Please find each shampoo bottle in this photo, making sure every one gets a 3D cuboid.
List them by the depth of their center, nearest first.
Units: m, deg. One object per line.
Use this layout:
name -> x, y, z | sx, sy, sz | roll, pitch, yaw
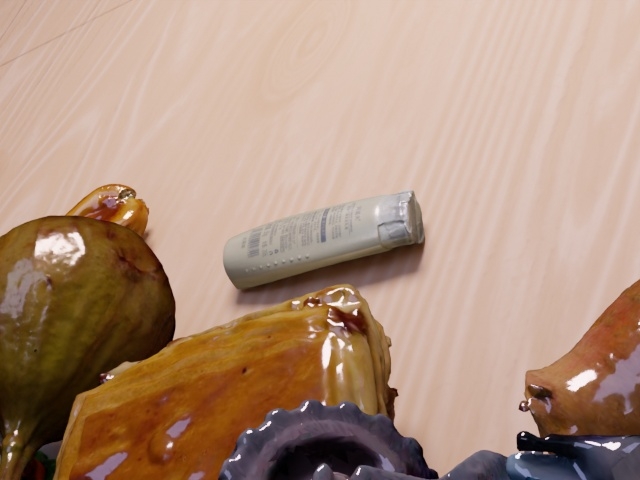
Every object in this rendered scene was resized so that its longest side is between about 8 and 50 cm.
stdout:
shampoo bottle -> 0.000, 0.000, 0.919 | 0.212, 0.049, 0.072 | -12, 43, 26

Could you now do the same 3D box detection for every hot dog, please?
hot dog -> -0.304, 0.035, 1.077 | 0.249, 0.068, 0.100 | -42, 52, -3

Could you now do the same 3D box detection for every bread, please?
bread -> -0.061, 0.215, 0.673 | 0.278, 0.167, 0.324 | -20, 41, 17

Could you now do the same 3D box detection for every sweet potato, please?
sweet potato -> 0.288, 0.058, 0.617 | 0.337, 0.131, 0.131 | -35, 41, 0

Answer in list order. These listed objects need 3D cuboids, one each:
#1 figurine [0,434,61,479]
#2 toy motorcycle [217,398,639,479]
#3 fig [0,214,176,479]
figurine -> -0.321, 0.221, 0.851 | 0.132, 0.153, 0.132 | -18, 45, 19
toy motorcycle -> 0.138, 0.215, 0.459 | 0.416, 0.172, 0.232 | 14, 50, -2
fig -> -0.257, 0.120, 0.830 | 0.217, 0.217, 0.320 | -20, 31, 18
